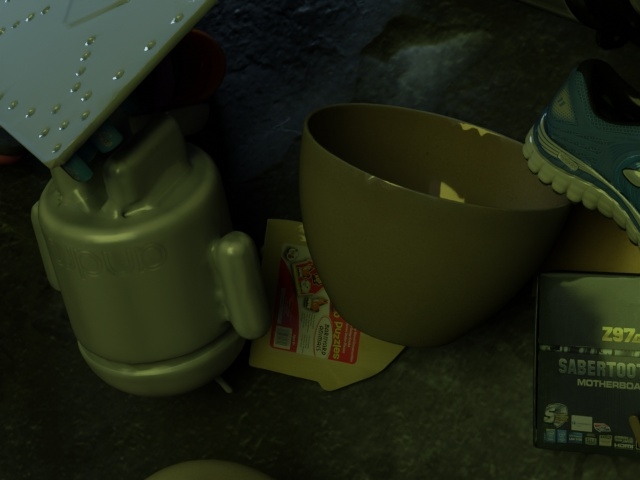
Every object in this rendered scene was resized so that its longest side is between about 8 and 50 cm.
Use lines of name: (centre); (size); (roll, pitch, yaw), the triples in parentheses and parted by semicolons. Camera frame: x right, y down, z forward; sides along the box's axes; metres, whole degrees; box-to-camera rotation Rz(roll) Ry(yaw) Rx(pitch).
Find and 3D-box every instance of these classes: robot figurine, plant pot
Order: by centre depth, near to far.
plant pot: (0.100, -0.003, 1.723); (0.284, 0.284, 0.191); (26, 114, 28)
robot figurine: (-0.189, 0.028, 1.845); (0.300, 0.200, 0.353); (13, 132, 32)

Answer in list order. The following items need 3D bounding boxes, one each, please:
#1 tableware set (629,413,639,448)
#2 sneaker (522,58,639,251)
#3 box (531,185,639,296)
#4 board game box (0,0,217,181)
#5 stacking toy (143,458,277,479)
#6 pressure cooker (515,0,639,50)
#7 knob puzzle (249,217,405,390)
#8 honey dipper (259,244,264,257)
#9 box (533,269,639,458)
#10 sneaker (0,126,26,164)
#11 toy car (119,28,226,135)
tableware set: (0.379, 0.248, 1.607); (0.128, 0.039, 0.194); (-17, 99, 32)
sneaker: (0.346, -0.060, 1.588); (0.330, 0.130, 0.147); (36, 126, 22)
box: (0.307, -0.034, 1.743); (0.164, 0.021, 0.201); (4, 85, 28)
board game box: (-0.211, -0.265, 1.805); (0.390, 0.050, 0.390); (-48, 36, -5)
stacking toy: (-0.219, 0.459, 1.840); (0.480, 0.351, 0.350); (-27, 70, 41)
pressure cooker: (0.264, -0.389, 1.620); (0.420, 0.370, 0.375); (25, 99, 32)
knob puzzle: (0.024, 0.072, 1.869); (0.213, 0.030, 0.213); (2, 95, 20)
honey dipper: (0.000, 0.000, 1.895); (0.161, 0.030, 0.030); (-13, 77, 27)
box: (0.329, 0.124, 1.674); (0.233, 0.059, 0.183); (3, 92, 27)
sneaker: (-0.492, -0.112, 2.139); (0.314, 0.116, 0.136); (14, 99, 35)
toy car: (-0.192, -0.193, 1.928); (0.136, 0.182, 0.159); (-4, 98, 57)
